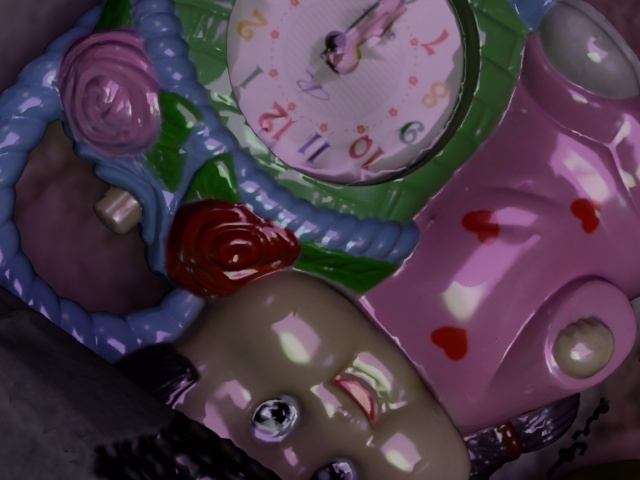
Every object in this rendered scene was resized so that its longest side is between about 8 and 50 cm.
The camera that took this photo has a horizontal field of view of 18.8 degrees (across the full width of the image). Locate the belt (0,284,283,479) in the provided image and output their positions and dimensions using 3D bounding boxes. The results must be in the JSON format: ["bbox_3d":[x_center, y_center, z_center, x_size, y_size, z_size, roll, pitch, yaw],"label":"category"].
[{"bbox_3d":[-0.090,0.061,0.482,0.359,0.126,0.094,35,100,8],"label":"belt"}]

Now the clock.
[{"bbox_3d":[0.000,0.000,0.568,0.195,0.100,0.194,-45,97,-9],"label":"clock"}]

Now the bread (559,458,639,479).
[{"bbox_3d":[0.088,0.140,0.595,0.129,0.111,0.114,-33,108,-4],"label":"bread"}]
